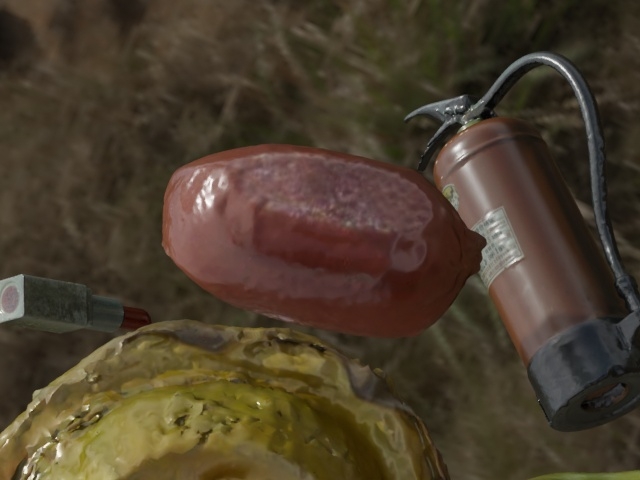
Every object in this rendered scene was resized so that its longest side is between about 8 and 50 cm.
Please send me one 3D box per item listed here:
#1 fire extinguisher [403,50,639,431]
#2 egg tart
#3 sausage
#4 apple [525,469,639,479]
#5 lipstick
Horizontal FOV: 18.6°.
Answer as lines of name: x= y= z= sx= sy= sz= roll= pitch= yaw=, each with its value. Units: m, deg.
fire extinguisher: x=0.217 y=-0.023 z=1.833 sx=0.200 sy=0.113 sz=0.376 roll=-35 pitch=61 yaw=17
egg tart: x=-0.059 y=0.179 z=1.073 sx=0.118 sy=0.288 sz=0.288 roll=-162 pitch=92 yaw=-80
sausage: x=0.000 y=0.000 z=1.521 sx=0.148 sy=0.254 sz=0.148 roll=-170 pitch=90 yaw=-89
apple: x=0.193 y=0.291 z=1.213 sx=0.338 sy=0.338 sz=0.305 roll=36 pitch=119 yaw=49
lipstick: x=-0.163 y=0.048 z=1.338 sx=0.030 sy=0.129 sz=0.030 roll=-15 pitch=71 yaw=39
